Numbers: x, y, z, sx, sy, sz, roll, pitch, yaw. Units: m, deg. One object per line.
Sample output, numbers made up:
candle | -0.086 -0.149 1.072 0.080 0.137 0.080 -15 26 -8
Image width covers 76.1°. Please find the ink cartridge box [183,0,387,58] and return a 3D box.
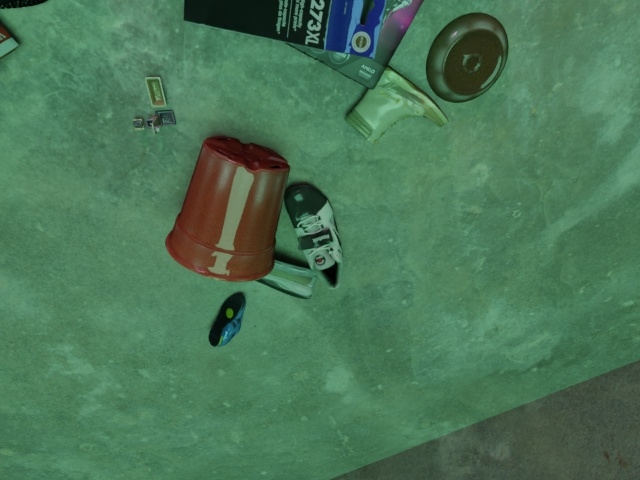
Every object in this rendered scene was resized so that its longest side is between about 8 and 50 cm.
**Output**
ink cartridge box | -0.065 -0.456 0.739 0.371 0.069 0.175 14 117 6

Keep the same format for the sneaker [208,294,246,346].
sneaker | -0.286 0.256 1.327 0.082 0.069 0.209 4 123 -53

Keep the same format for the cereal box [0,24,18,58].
cereal box | -0.704 -0.404 0.712 0.173 0.047 0.240 -54 129 -24

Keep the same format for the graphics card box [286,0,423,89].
graphics card box | 0.094 -0.518 0.791 0.233 0.094 0.371 21 121 -21

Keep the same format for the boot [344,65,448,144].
boot | 0.183 -0.295 0.981 0.213 0.077 0.165 28 117 -21

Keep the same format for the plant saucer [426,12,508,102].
plant saucer | 0.346 -0.413 0.946 0.199 0.036 0.198 -5 127 -6

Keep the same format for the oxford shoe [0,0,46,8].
oxford shoe | -0.527 -0.487 0.733 0.227 0.083 0.096 -21 110 4

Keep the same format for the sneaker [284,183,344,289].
sneaker | 0.000 0.000 1.128 0.123 0.146 0.330 -21 125 8

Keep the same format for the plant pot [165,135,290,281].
plant pot | -0.205 -0.087 0.972 0.273 0.272 0.265 12 115 -17

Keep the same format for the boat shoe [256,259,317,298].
boat shoe | -0.150 0.073 1.188 0.320 0.103 0.118 28 162 -23

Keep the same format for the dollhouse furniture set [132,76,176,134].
dollhouse furniture set | -0.378 -0.289 0.889 0.091 0.081 0.114 -5 127 -6
